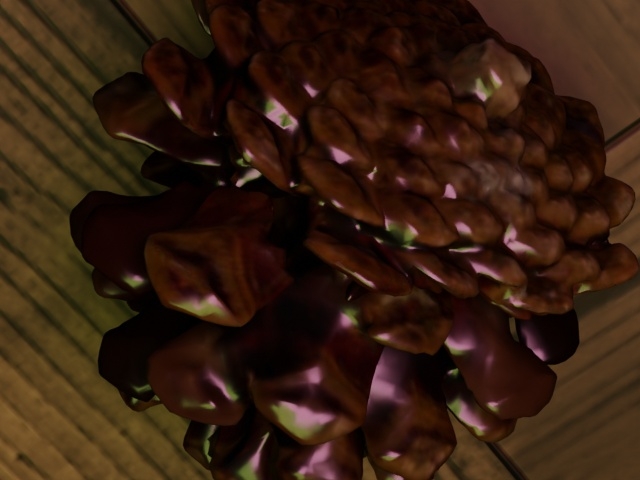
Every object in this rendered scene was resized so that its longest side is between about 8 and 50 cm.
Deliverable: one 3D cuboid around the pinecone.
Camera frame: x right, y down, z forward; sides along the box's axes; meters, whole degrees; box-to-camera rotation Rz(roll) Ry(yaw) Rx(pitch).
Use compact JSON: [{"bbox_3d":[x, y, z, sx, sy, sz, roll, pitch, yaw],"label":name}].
[{"bbox_3d":[0.005,0.009,0.728,0.264,0.264,0.264,1,113,3],"label":"pinecone"}]
